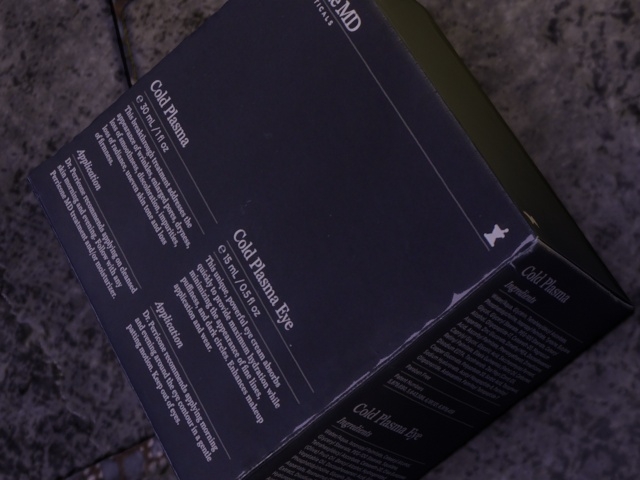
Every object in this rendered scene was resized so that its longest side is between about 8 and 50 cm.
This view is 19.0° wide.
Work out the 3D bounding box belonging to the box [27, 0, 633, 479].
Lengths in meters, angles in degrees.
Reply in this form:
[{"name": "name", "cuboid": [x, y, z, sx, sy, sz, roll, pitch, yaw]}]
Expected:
[{"name": "box", "cuboid": [0.000, 0.000, 1.434, 0.312, 0.179, 0.343, -40, 57, 15]}]
